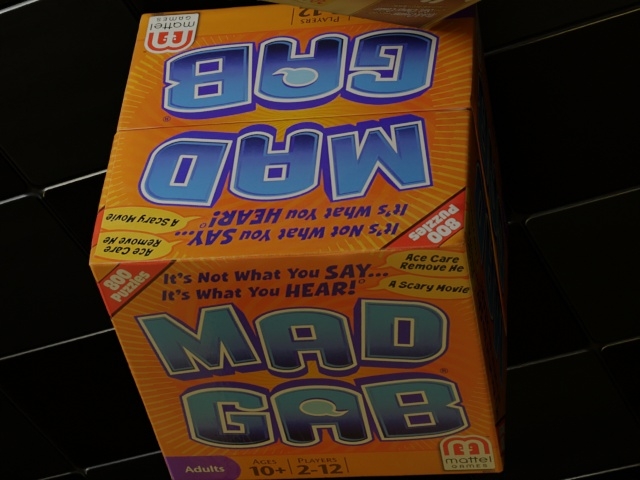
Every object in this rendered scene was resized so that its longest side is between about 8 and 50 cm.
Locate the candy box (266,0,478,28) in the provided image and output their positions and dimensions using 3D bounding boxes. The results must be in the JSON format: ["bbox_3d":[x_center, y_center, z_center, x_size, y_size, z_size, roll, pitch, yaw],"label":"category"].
[{"bbox_3d":[0.082,-0.276,1.740,0.183,0.088,0.316,-23,170,29],"label":"candy box"}]

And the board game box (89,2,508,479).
[{"bbox_3d":[0.000,0.000,1.984,0.356,0.356,0.356,-3,138,10],"label":"board game box"}]
